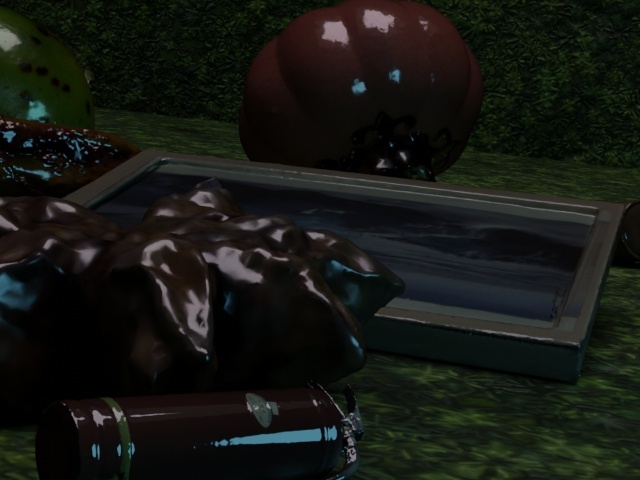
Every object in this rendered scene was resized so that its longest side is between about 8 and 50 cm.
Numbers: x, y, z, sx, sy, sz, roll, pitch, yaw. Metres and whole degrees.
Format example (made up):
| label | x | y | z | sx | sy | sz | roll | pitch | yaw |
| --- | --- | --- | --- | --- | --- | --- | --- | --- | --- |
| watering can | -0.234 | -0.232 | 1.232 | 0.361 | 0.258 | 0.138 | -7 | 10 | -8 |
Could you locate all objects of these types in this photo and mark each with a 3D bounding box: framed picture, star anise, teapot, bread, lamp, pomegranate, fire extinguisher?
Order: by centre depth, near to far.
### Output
| label | x | y | z | sx | sy | sz | roll | pitch | yaw |
| --- | --- | --- | --- | --- | --- | --- | --- | --- | --- |
| fire extinguisher | -0.042 | 0.088 | 0.606 | 0.158 | 0.043 | 0.064 | 1 | 39 | -32 |
| star anise | -0.105 | 0.026 | 0.765 | 0.315 | 0.108 | 0.315 | 3 | 15 | -1 |
| framed picture | 0.000 | 0.000 | 1.082 | 0.446 | 0.028 | 0.326 | 8 | 20 | 15 |
| bread | -0.265 | -0.051 | 1.264 | 0.344 | 0.084 | 0.124 | 6 | -27 | -37 |
| pomegranate | -0.344 | -0.121 | 1.375 | 0.263 | 0.211 | 0.211 | -25 | 22 | -25 |
| teapot | 0.348 | -0.019 | 1.503 | 0.085 | 0.110 | 0.080 | 49 | -27 | -21 |
| lamp | 0.055 | -0.148 | 1.681 | 0.305 | 0.239 | 0.305 | -15 | -30 | -9 |
